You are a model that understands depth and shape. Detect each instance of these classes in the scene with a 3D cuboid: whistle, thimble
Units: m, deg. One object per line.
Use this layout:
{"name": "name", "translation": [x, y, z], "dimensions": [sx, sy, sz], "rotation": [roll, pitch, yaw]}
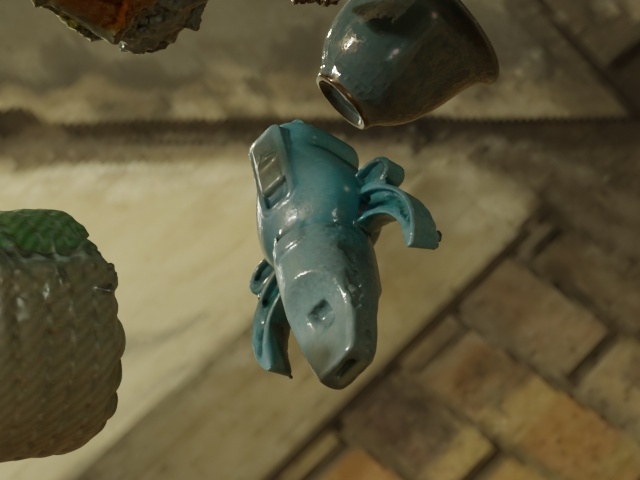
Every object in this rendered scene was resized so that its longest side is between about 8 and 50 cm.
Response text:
{"name": "whistle", "translation": [0.000, 0.000, 1.474], "dimensions": [0.093, 0.274, 0.186], "rotation": [27, 124, -34]}
{"name": "thimble", "translation": [-0.267, 0.079, 1.582], "dimensions": [0.219, 0.150, 0.219], "rotation": [5, 97, 55]}

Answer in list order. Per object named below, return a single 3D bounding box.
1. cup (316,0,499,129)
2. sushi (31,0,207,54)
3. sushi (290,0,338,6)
{"name": "cup", "translation": [0.075, -0.198, 2.052], "dimensions": [0.199, 0.150, 0.199], "rotation": [44, 169, 11]}
{"name": "sushi", "translation": [-0.194, -0.275, 1.622], "dimensions": [0.184, 0.139, 0.274], "rotation": [26, -149, -42]}
{"name": "sushi", "translation": [0.006, -0.268, 1.938], "dimensions": [0.120, 0.052, 0.055], "rotation": [-5, 132, 39]}
